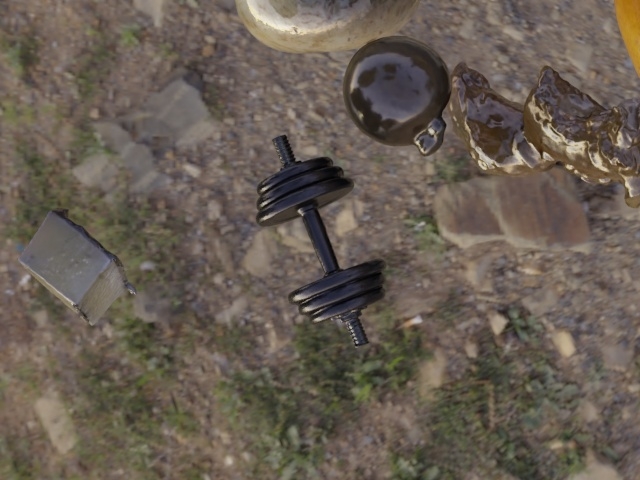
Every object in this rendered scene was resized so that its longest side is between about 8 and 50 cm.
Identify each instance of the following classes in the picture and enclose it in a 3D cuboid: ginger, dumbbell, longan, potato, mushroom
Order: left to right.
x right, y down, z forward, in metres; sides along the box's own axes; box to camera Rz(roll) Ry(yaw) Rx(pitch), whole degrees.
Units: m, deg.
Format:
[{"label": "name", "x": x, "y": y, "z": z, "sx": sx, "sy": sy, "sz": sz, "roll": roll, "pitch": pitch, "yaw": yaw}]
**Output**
[{"label": "potato", "x": -0.212, "y": 0.029, "z": 0.950, "sx": 0.086, "sy": 0.122, "sz": 0.061, "roll": 41, "pitch": 76, "yaw": 7}, {"label": "dumbbell", "x": 0.000, "y": 0.000, "z": 0.997, "sx": 0.099, "sy": 0.099, "sz": 0.208, "roll": -24, "pitch": 84, "yaw": 27}, {"label": "mushroom", "x": 0.022, "y": -0.345, "z": 1.417, "sx": 0.189, "sy": 0.254, "sz": 0.195, "roll": -150, "pitch": 49, "yaw": -62}, {"label": "longan", "x": 0.076, "y": -0.134, "z": 1.007, "sx": 0.106, "sy": 0.106, "sz": 0.119, "roll": -38, "pitch": 82, "yaw": 25}, {"label": "ginger", "x": 0.208, "y": -0.112, "z": 1.059, "sx": 0.290, "sy": 0.084, "sz": 0.122, "roll": 27, "pitch": 145, "yaw": 55}]

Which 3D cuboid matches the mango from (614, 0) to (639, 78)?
[{"label": "mango", "x": 0.428, "y": -0.183, "z": 1.114, "sx": 0.201, "sy": 0.199, "sz": 0.350, "roll": -25, "pitch": 80, "yaw": 34}]
